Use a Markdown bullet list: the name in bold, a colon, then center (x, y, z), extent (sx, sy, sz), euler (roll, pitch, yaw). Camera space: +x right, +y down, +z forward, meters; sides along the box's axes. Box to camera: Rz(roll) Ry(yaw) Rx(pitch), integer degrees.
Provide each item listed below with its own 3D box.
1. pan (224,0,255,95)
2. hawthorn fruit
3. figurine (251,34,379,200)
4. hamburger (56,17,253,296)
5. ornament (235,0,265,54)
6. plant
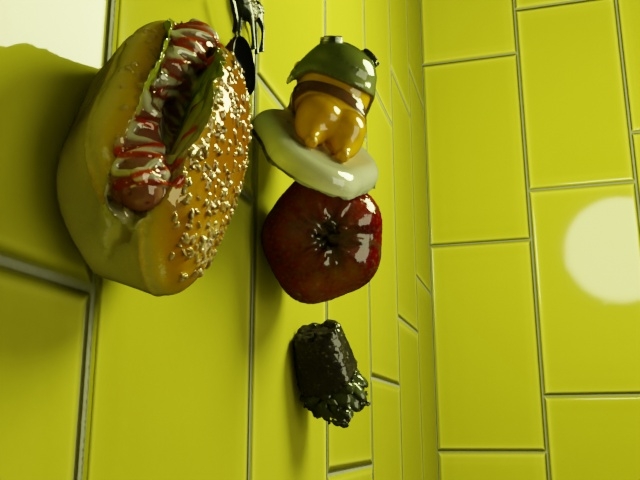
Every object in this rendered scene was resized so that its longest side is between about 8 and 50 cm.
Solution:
- **pan**: center (-0.097, -0.218, 0.848), extent (0.068, 0.023, 0.115), euler (-64, 150, -60)
- **hawthorn fruit**: center (0.000, 0.000, 0.967), extent (0.203, 0.162, 0.162), euler (123, -36, -85)
- **figurine**: center (0.022, -0.155, 0.892), extent (0.141, 0.166, 0.250), euler (-61, -164, 20)
- **hamburger**: center (-0.114, -0.062, 0.573), extent (0.173, 0.116, 0.210), euler (73, 20, -48)
- **ornament**: center (-0.087, -0.288, 0.904), extent (0.073, 0.028, 0.125), euler (-35, 121, -72)
- **plant**: center (0.012, 0.183, 1.030), extent (0.094, 0.092, 0.143), euler (-72, 146, -70)
